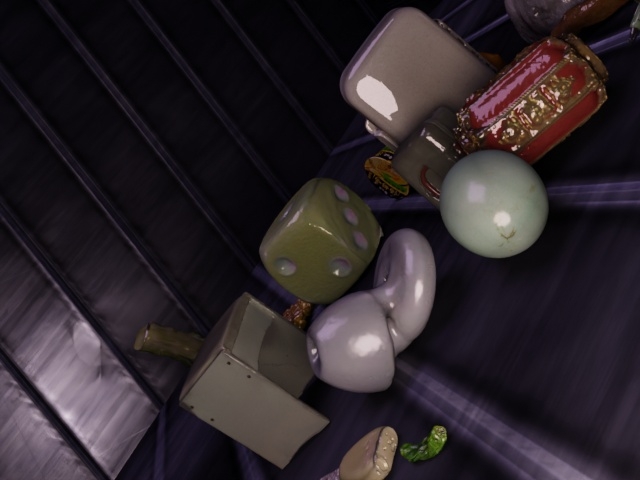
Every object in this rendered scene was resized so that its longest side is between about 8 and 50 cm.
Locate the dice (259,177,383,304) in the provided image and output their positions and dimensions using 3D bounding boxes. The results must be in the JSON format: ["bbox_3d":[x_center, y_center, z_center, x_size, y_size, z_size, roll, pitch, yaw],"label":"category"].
[{"bbox_3d":[0.000,0.000,1.899,0.254,0.249,0.252,-46,14,34],"label":"dice"}]

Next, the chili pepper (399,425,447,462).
[{"bbox_3d":[0.147,0.289,0.980,0.030,0.034,0.091,-16,-22,-46],"label":"chili pepper"}]

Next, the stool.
[{"bbox_3d":[-0.124,0.288,1.475,0.170,0.269,0.244,-50,11,22],"label":"stool"}]

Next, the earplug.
[{"bbox_3d":[0.103,0.126,1.269,0.326,0.175,0.214,-57,5,-19],"label":"earplug"}]

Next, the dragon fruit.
[{"bbox_3d":[0.535,-0.617,1.683,0.204,0.221,0.283,-48,13,-1],"label":"dragon fruit"}]

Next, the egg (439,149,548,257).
[{"bbox_3d":[0.279,-0.059,1.126,0.168,0.168,0.231,-50,14,15],"label":"egg"}]

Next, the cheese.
[{"bbox_3d":[0.050,0.364,1.113,0.192,0.037,0.097,-43,14,40],"label":"cheese"}]

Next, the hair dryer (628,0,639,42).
[{"bbox_3d":[0.602,-0.430,1.298,0.150,0.047,0.071,-66,9,-10],"label":"hair dryer"}]

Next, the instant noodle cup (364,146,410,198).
[{"bbox_3d":[0.216,-0.212,1.963,0.122,0.151,0.151,-51,9,-25],"label":"instant noodle cup"}]

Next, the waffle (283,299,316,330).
[{"bbox_3d":[-0.106,0.269,2.035,0.231,0.051,0.229,-41,17,52],"label":"waffle"}]

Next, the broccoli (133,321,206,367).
[{"bbox_3d":[-0.403,0.375,2.211,0.221,0.361,0.252,-179,88,-67],"label":"broccoli"}]

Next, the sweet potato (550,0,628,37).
[{"bbox_3d":[0.590,-0.496,1.462,0.281,0.067,0.059,-32,65,62],"label":"sweet potato"}]

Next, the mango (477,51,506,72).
[{"bbox_3d":[0.350,-0.355,1.695,0.287,0.152,0.201,-41,-20,-38],"label":"mango"}]

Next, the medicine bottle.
[{"bbox_3d":[0.242,-0.312,1.523,0.282,0.375,0.123,-52,15,8],"label":"medicine bottle"}]

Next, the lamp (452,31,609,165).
[{"bbox_3d":[0.373,-0.238,1.242,0.274,0.177,0.177,-40,14,14],"label":"lamp"}]

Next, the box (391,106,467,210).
[{"bbox_3d":[0.260,-0.150,1.399,0.148,0.210,0.129,-45,7,45],"label":"box"}]
